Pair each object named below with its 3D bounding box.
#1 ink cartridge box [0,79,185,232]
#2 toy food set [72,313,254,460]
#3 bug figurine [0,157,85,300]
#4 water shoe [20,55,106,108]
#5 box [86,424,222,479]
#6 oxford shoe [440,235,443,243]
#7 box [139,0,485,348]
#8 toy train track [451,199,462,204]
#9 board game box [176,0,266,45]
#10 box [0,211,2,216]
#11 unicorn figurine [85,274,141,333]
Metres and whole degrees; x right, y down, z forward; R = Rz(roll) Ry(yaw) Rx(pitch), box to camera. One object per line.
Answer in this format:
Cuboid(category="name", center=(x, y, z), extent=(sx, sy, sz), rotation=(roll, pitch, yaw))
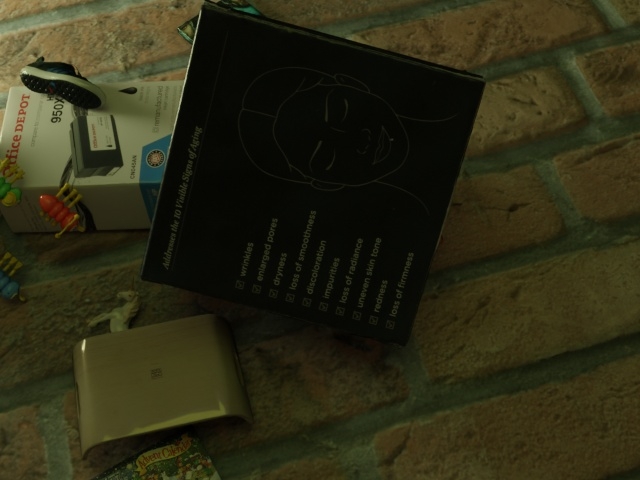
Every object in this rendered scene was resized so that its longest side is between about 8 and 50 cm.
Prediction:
Cuboid(category="ink cartridge box", center=(-0.462, -0.179, 1.798), extent=(0.395, 0.166, 0.285), rotation=(-2, 57, 0))
Cuboid(category="toy food set", center=(-0.292, 0.267, 1.546), extent=(0.306, 0.092, 0.219), rotation=(-11, 51, -9))
Cuboid(category="bug figurine", center=(-0.602, -0.018, 1.644), extent=(0.216, 0.072, 0.279), rotation=(40, 102, -14))
Cuboid(category="water shoe", center=(-0.524, -0.337, 1.763), extent=(0.203, 0.073, 0.080), rotation=(19, 54, 14))
Cuboid(category="box", center=(-0.290, 0.445, 1.472), extent=(0.233, 0.044, 0.159), rotation=(-27, 62, -16))
Cuboid(category="oxford shoe", center=(0.158, -0.076, 1.788), extent=(0.098, 0.097, 0.271), rotation=(-37, 58, 1))
Cuboid(category="box", center=(-0.019, -0.122, 1.513), extent=(0.472, 0.297, 0.480), rotation=(15, 102, -3))
Cuboid(category="toy train track", center=(0.262, -0.080, 1.823), extent=(0.083, 0.014, 0.048), rotation=(-1, 50, -7))
Cuboid(category="board game box", center=(-0.244, -0.534, 2.106), extent=(0.186, 0.026, 0.126), rotation=(-39, 66, -22))
Cuboid(category="box", center=(-0.708, -0.093, 1.785), extent=(0.060, 0.100, 0.244), rotation=(7, 57, 5))
Cuboid(category="unicorn figurine", center=(-0.398, 0.162, 1.650), extent=(0.111, 0.060, 0.162), rotation=(-12, 78, -4))
